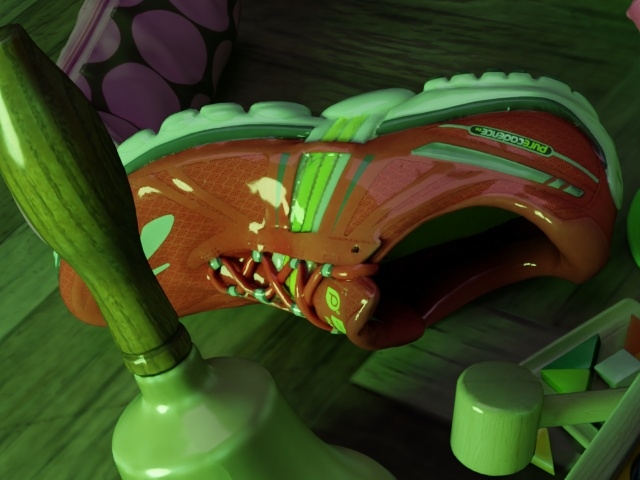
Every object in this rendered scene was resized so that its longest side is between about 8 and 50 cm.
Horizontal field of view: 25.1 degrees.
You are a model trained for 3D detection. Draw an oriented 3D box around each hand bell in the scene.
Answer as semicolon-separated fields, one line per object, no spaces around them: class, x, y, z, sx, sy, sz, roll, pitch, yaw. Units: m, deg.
hand bell;-0.062;0.031;0.526;0.126;0.242;0.126;-17;28;9

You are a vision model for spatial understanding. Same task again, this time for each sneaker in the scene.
sneaker;0.000;0.000;0.666;0.279;0.107;0.118;-14;48;13

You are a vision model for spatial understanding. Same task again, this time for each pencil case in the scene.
pencil case;-0.113;-0.091;0.826;0.095;0.098;0.209;-7;41;18

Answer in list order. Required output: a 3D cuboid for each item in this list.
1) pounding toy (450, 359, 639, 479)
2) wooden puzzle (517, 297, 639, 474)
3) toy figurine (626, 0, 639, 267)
pounding toy;0.135;0.070;0.492;0.206;0.094;0.181;18;41;28
wooden puzzle;0.126;0.058;0.605;0.116;0.014;0.078;-34;40;-16
toy figurine;0.191;-0.083;0.625;0.130;0.159;0.173;2;43;27
